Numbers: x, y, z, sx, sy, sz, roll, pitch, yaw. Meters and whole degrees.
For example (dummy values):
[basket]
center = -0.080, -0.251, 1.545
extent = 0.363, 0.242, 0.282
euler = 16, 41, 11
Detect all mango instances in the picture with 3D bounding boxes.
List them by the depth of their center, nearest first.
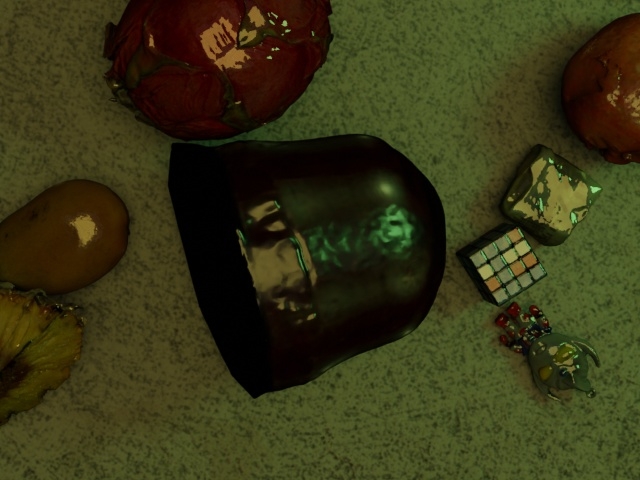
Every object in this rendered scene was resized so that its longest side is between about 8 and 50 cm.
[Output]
[mango]
center = -0.381, 0.004, 1.585
extent = 0.221, 0.120, 0.152
euler = -34, 92, 5

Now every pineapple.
[pineapple]
center = -0.463, 0.167, 1.587
extent = 0.334, 0.161, 0.158
euler = -50, 64, 16

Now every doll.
[doll]
center = 0.359, 0.176, 1.688
extent = 0.194, 0.062, 0.104
euler = 44, 88, 1

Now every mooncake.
[mooncake]
center = 0.348, -0.067, 1.666
extent = 0.125, 0.073, 0.130
euler = 36, 88, -3

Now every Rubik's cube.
[Rubik's cube]
center = 0.276, 0.036, 1.656
extent = 0.092, 0.092, 0.092
euler = -32, 96, -3

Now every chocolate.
[chocolate]
center = 0.000, 0.000, 1.526
extent = 0.331, 0.383, 0.384
euler = -20, 95, -19

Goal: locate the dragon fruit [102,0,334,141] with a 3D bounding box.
[dragon fruit]
center = -0.139, -0.280, 1.509
extent = 0.342, 0.277, 0.277
euler = -42, 96, -5

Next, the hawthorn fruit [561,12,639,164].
[hawthorn fruit]
center = 0.485, -0.249, 1.611
extent = 0.211, 0.211, 0.299
euler = 38, 79, -6
